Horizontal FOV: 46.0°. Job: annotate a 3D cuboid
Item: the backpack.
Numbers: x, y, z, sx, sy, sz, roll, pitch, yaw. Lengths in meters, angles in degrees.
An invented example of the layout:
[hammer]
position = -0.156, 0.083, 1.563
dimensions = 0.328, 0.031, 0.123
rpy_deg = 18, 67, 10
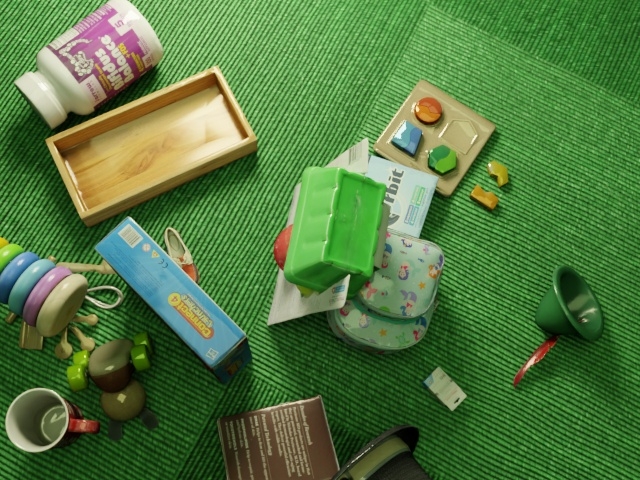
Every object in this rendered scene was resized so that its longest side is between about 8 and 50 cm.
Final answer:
[backpack]
position = 0.132, 0.103, 1.551
dimensions = 0.225, 0.191, 0.254
rpy_deg = 19, 78, -6

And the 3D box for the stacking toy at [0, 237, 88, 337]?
[stacking toy]
position = -0.638, 0.055, 1.499
dimensions = 0.330, 0.141, 0.141
rpy_deg = 30, 74, 2

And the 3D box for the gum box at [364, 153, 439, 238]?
[gum box]
position = 0.149, -0.093, 1.668
dimensions = 0.184, 0.041, 0.157
rpy_deg = 18, 82, 4

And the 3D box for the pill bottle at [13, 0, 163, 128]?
[pill bottle]
position = -0.511, -0.384, 1.659
dimensions = 0.301, 0.169, 0.169
rpy_deg = -42, 80, -13

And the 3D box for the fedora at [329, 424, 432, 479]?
[fedora]
position = 0.103, 0.498, 1.355
dimensions = 0.334, 0.334, 0.152
rpy_deg = -43, 60, -14

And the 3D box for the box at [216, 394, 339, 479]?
[box]
position = -0.077, 0.419, 1.431
dimensions = 0.203, 0.169, 0.167
rpy_deg = -12, 57, -7

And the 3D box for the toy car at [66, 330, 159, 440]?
[toy car]
position = -0.395, 0.302, 1.506
dimensions = 0.154, 0.149, 0.189
rpy_deg = -17, 104, -6

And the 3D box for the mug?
[mug]
position = -0.503, 0.358, 1.439
dimensions = 0.150, 0.169, 0.113
rpy_deg = 34, 74, 6

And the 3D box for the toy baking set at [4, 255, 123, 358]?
[toy baking set]
position = -0.528, 0.128, 1.581
dimensions = 0.196, 0.030, 0.256
rpy_deg = 28, 80, -1

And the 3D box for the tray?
[tray]
position = -0.368, -0.210, 1.668
dimensions = 0.410, 0.076, 0.203
rpy_deg = -26, 77, -10

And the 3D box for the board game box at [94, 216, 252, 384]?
[board game box]
position = -0.270, 0.129, 1.453
dimensions = 0.308, 0.302, 0.086
rpy_deg = 44, 76, 10

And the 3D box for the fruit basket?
[fruit basket]
position = 0.000, 0.000, 1.499
dimensions = 0.165, 0.353, 0.327
rpy_deg = 16, 71, -17

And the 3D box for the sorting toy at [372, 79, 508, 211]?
[sorting toy]
position = 0.303, -0.214, 1.727
dimensions = 0.307, 0.041, 0.229
rpy_deg = 34, 74, 7

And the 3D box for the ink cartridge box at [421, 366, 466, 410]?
[ink cartridge box]
position = 0.258, 0.311, 1.574
dimensions = 0.048, 0.028, 0.083
rpy_deg = -42, 80, -14

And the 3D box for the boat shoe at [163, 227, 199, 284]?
[boat shoe]
position = -0.299, 0.036, 1.614
dimensions = 0.049, 0.043, 0.137
rpy_deg = -22, 77, -12

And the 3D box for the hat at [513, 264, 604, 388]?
[hat]
position = 0.484, 0.174, 1.633
dimensions = 0.208, 0.183, 0.173
rpy_deg = -24, 80, -53
